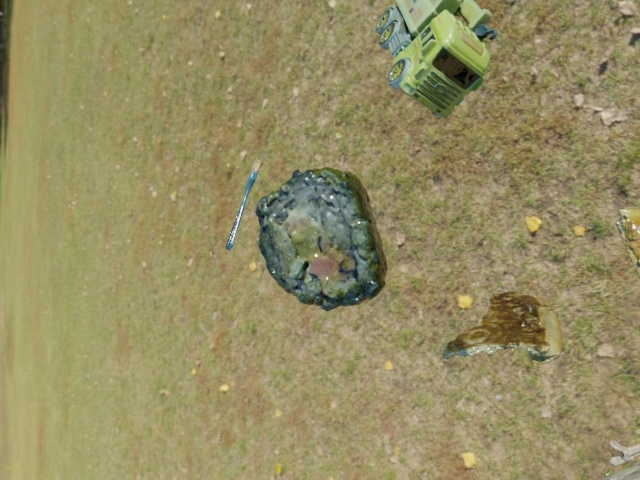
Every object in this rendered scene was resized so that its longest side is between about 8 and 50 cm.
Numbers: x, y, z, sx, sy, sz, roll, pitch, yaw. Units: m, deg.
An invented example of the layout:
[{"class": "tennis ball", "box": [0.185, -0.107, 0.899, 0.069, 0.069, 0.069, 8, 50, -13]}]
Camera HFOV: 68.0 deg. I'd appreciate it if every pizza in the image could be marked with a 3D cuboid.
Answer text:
[{"class": "pizza", "box": [0.844, 0.036, 1.084, 0.087, 0.258, 0.268, 106, 159, -58]}]

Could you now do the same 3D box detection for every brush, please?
[{"class": "brush", "box": [-0.125, -0.059, 0.768, 0.051, 0.014, 0.164, 140, 148, -65]}]

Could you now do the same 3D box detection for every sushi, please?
[{"class": "sushi", "box": [0.000, 0.000, 1.187, 0.294, 0.178, 0.351, -18, 88, 15]}]

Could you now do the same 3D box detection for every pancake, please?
[{"class": "pancake", "box": [0.357, 0.189, 0.959, 0.266, 0.245, 0.057, -107, -5, -80]}]

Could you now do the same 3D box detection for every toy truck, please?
[{"class": "toy truck", "box": [0.119, -0.213, 0.490, 0.100, 0.077, 0.168, -44, 34, 37]}]

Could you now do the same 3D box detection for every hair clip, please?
[{"class": "hair clip", "box": [0.943, 0.591, 1.350, 0.226, 0.034, 0.072, -17, 96, 17]}]

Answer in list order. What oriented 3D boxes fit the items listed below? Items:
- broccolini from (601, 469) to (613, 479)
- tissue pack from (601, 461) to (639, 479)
[{"class": "broccolini", "box": [0.657, 0.642, 1.156, 0.054, 0.194, 0.052, 42, 155, -7]}, {"class": "tissue pack", "box": [0.479, 0.395, 0.601, 0.222, 0.090, 0.186, 55, 169, 28]}]
